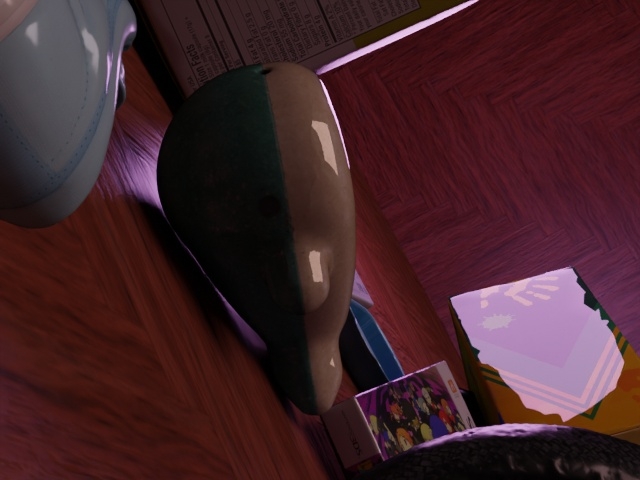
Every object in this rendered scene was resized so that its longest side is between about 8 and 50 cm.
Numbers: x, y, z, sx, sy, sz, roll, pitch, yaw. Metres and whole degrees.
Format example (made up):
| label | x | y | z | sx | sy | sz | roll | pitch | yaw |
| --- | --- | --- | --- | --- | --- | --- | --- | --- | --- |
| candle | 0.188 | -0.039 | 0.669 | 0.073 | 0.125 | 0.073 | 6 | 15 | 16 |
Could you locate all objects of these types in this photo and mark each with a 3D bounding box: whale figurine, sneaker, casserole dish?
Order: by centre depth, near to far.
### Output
| label | x | y | z | sx | sy | sz | roll | pitch | yaw |
| --- | --- | --- | --- | --- | --- | --- | --- | --- | --- |
| sneaker | -0.161 | -0.132 | 0.661 | 0.366 | 0.135 | 0.150 | -95 | 164 | -54 |
| whale figurine | -0.046 | 0.002 | 1.003 | 0.216 | 0.141 | 0.272 | -105 | -171 | -63 |
| casserole dish | 0.052 | 0.126 | 1.466 | 0.114 | 0.037 | 0.188 | 62 | 6 | 14 |

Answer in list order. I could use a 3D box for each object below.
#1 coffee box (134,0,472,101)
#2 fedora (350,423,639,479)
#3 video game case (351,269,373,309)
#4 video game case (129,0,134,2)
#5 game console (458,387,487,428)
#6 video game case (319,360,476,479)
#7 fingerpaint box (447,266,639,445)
| label | x | y | z | sx | sy | sz | roll | pitch | yaw |
| --- | --- | --- | --- | --- | --- | --- | --- | --- | --- |
| coffee box | -0.037 | -0.342 | 1.368 | 0.337 | 0.334 | 0.338 | -83 | 148 | -84 |
| fedora | 0.101 | 0.255 | 0.579 | 0.334 | 0.334 | 0.152 | 63 | -23 | 19 |
| video game case | 0.000 | 0.000 | 1.668 | 0.183 | 0.023 | 0.201 | 62 | 8 | 13 |
| video game case | -0.231 | -0.328 | 1.370 | 0.119 | 0.015 | 0.166 | 56 | 8 | -35 |
| game console | 0.185 | 0.328 | 1.343 | 0.361 | 0.044 | 0.213 | -105 | -179 | -47 |
| video game case | 0.099 | 0.217 | 1.121 | 0.210 | 0.042 | 0.232 | 66 | 23 | 9 |
| fingerpaint box | 0.286 | 0.305 | 1.400 | 0.371 | 0.163 | 0.445 | -104 | 179 | -70 |
